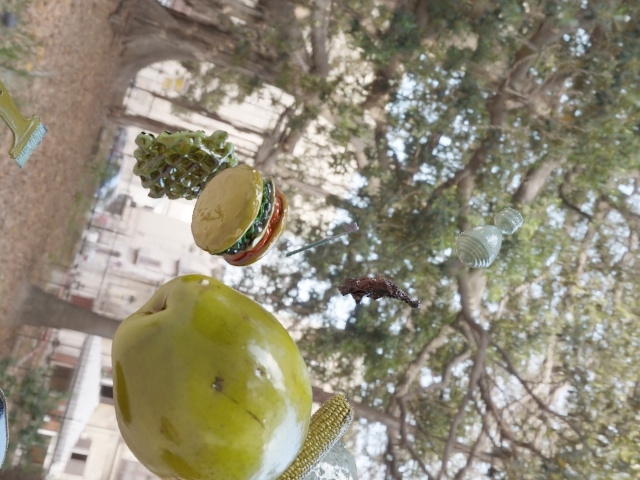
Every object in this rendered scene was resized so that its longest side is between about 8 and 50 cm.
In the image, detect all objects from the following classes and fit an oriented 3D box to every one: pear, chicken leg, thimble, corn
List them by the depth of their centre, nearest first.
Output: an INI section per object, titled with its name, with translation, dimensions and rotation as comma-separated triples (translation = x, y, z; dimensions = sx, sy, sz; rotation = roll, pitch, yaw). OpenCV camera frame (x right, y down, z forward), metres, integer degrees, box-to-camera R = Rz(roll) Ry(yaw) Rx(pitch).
[pear]
translation = -0.202, 0.276, 1.324
dimensions = 0.362, 0.418, 0.362
rotation = -25, -161, 9
[corn]
translation = -0.023, 0.501, 1.762
dimensions = 0.293, 0.106, 0.106
rotation = -42, -171, -20
[chicken leg]
translation = 0.151, 0.131, 1.859
dimensions = 0.048, 0.219, 0.089
rotation = -77, 168, -52
[thimble]
translation = -0.041, 0.683, 2.009
dimensions = 0.291, 0.195, 0.291
rotation = -40, -143, 39

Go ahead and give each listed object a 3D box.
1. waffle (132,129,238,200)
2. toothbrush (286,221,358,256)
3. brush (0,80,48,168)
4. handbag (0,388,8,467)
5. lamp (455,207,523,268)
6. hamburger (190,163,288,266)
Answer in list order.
[waffle]
translation = -0.284, -0.149, 1.513
dimensions = 0.204, 0.223, 0.054
rotation = 93, -6, -56
[toothbrush]
translation = 0.000, 0.000, 1.287
dimensions = 0.167, 0.011, 0.014
rotation = -22, -88, 34
[brush]
translation = -0.475, -0.186, 1.108
dimensions = 0.082, 0.010, 0.218
rotation = -63, 176, -18
[handbag]
translation = -0.696, 0.392, 1.352
dimensions = 0.254, 0.093, 0.308
rotation = -52, 156, -60
[lamp]
translation = 0.421, -0.006, 1.792
dimensions = 0.193, 0.106, 0.106
rotation = -37, -172, -20
[hamburger]
translation = -0.128, -0.039, 1.125
dimensions = 0.162, 0.115, 0.162
rotation = -25, -132, 32
